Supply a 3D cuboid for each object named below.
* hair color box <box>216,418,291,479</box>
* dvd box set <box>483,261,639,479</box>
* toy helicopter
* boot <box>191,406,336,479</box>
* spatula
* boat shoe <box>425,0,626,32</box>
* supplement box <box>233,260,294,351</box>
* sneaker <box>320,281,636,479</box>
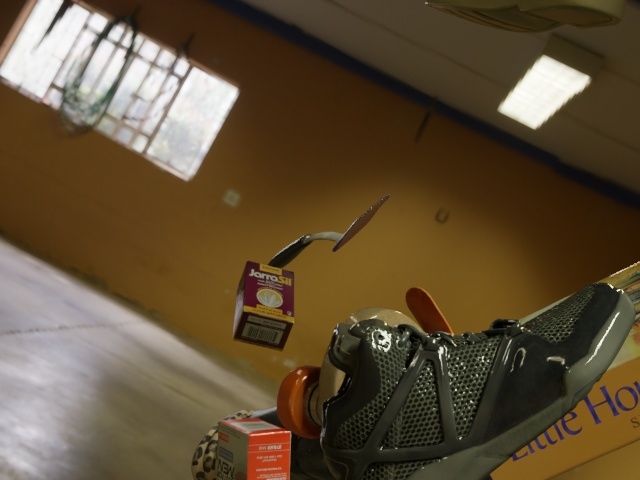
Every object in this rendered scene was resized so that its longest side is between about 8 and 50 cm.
[{"bbox_3d":[-0.074,0.281,1.022,0.053,0.167,0.093,1,-2,-26],"label":"hair color box"},{"bbox_3d":[0.249,0.088,0.803,0.062,0.420,0.307,62,13,-1],"label":"dvd box set"},{"bbox_3d":[0.127,0.219,1.153,0.140,0.235,0.355,-1,-48,49],"label":"toy helicopter"},{"bbox_3d":[0.029,0.267,1.337,0.284,0.138,0.377,-18,-3,33],"label":"boot"},{"bbox_3d":[0.000,0.000,1.303,0.030,0.084,0.296,55,-34,-8],"label":"spatula"},{"bbox_3d":[0.225,-0.289,1.040,0.113,0.103,0.302,10,6,-29],"label":"boat shoe"},{"bbox_3d":[-0.057,0.066,0.977,0.054,0.043,0.083,13,34,-12],"label":"supplement box"},{"bbox_3d":[0.092,0.077,0.624,0.130,0.227,0.087,53,-2,1],"label":"sneaker"}]
